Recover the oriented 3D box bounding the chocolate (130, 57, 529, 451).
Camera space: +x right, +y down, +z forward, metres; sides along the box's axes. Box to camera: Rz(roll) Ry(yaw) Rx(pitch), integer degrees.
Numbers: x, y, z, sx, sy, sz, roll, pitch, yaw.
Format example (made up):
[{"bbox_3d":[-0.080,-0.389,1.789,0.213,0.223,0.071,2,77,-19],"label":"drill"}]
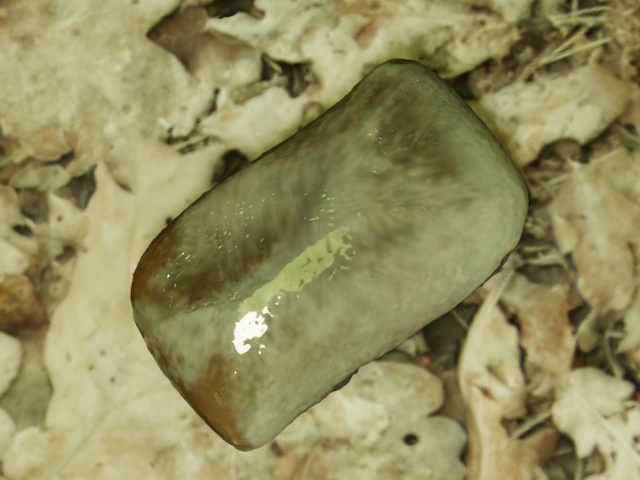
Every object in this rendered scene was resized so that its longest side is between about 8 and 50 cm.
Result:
[{"bbox_3d":[0.000,0.000,1.424,0.303,0.100,0.185,-37,68,-3],"label":"chocolate"}]
